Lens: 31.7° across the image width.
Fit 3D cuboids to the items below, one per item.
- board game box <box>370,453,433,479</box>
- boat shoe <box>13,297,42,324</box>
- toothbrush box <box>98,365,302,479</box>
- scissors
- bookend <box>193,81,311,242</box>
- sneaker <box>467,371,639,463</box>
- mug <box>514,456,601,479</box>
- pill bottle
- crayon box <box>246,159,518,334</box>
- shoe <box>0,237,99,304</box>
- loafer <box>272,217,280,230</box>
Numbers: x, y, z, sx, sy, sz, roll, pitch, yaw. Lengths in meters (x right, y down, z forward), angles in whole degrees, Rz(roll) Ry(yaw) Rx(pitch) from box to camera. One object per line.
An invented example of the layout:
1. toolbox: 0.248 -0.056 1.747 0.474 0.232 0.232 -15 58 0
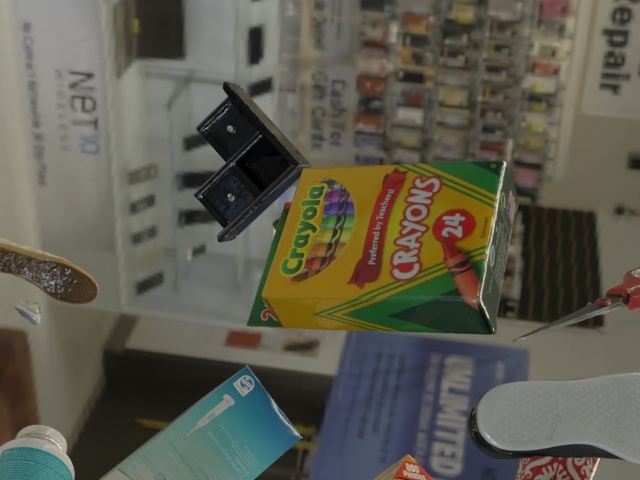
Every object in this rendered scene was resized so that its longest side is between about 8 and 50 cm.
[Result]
1. board game box: 0.099 0.667 1.926 0.356 0.356 0.356 -42 -177 33
2. boat shoe: -0.516 0.124 2.018 0.035 0.100 0.035 -40 116 -20
3. toothbrush box: -0.199 0.319 1.471 0.295 0.126 0.216 -35 177 -34
4. scissors: 0.293 0.062 1.147 0.109 0.297 0.021 -149 -129 -61
5. bookend: -0.124 -0.108 1.554 0.156 0.157 0.072 -42 174 11
6. sneaker: 0.308 0.209 1.326 0.147 0.295 0.105 134 -41 -77
7. mug: 0.330 0.357 1.591 0.150 0.113 0.169 41 66 -50
8. pill bottle: -0.492 0.429 1.866 0.264 0.146 0.146 -87 178 -56
9. crayon box: 0.062 0.009 1.355 0.081 0.318 0.202 59 37 -47
10. shoe: -0.501 0.049 2.032 0.077 0.219 0.058 -61 -164 16
11. loafer: 0.000 0.000 1.537 0.056 0.148 0.050 -21 120 -61
